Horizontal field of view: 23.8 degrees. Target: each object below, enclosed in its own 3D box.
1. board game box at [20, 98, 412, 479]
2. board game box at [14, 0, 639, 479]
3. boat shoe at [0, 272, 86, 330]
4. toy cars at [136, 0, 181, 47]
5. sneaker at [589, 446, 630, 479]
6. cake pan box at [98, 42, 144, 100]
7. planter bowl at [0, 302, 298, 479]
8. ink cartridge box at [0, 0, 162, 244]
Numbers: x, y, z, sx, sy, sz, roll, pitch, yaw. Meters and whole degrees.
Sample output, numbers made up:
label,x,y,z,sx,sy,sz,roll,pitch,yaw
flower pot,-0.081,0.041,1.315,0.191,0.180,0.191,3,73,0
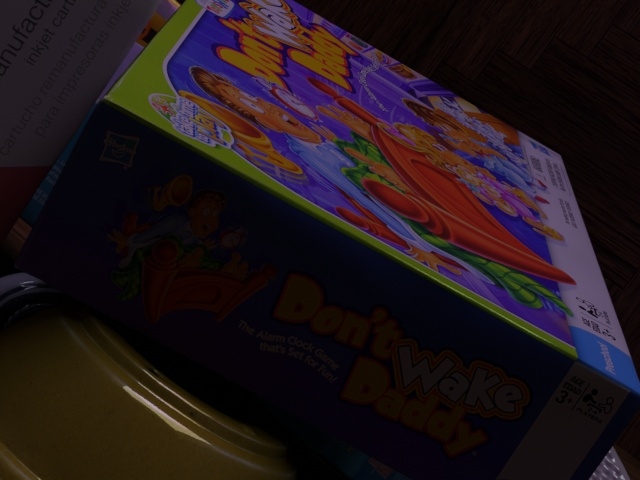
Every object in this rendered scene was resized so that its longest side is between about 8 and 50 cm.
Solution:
label,x,y,z,sx,sy,sz,roll,pitch,yaw
board game box,-0.047,0.046,0.926,0.254,0.079,0.336,37,-6,17
board game box,0.013,-0.020,0.729,0.233,0.078,0.347,29,18,-7
boat shoe,-0.086,0.079,0.746,0.183,0.065,0.083,35,0,-36
toy cars,-0.098,-0.165,1.392,0.394,0.087,0.176,39,6,36
sneaker,0.167,0.194,1.220,0.126,0.127,0.321,26,33,-31
cake pan box,-0.245,-0.114,0.949,0.246,0.070,0.267,3,-12,29
planter bowl,-0.076,0.087,0.597,0.217,0.090,0.217,35,5,-3
ink cartridge box,-0.244,-0.109,0.643,0.283,0.207,0.117,32,4,-32
